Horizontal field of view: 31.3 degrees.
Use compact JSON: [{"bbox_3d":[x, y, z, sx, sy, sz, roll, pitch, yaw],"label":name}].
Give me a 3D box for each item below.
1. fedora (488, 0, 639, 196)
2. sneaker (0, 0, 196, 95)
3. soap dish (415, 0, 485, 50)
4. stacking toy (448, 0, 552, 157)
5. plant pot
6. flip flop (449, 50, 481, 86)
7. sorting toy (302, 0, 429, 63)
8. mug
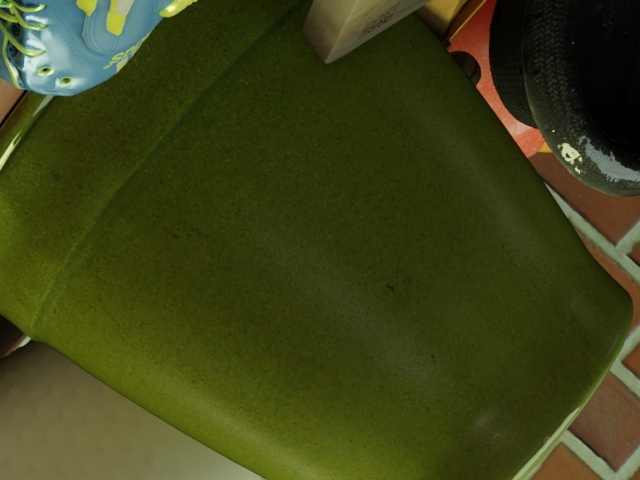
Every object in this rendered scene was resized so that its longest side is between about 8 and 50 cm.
[{"bbox_3d":[0.264,-0.208,1.062,0.334,0.334,0.152,-47,-149,-22],"label":"fedora"},{"bbox_3d":[-0.088,-0.097,0.410,0.126,0.091,0.240,-48,179,14],"label":"sneaker"},{"bbox_3d":[0.137,-0.297,1.077,0.229,0.118,0.291,-48,177,-5],"label":"soap dish"},{"bbox_3d":[0.120,-0.175,1.299,0.479,0.351,0.350,-30,173,-17],"label":"stacking toy"},{"bbox_3d":[0.005,0.012,0.778,0.366,0.353,0.366,-49,179,-2],"label":"plant pot"},{"bbox_3d":[0.050,-0.132,1.044,0.277,0.080,0.112,-30,-175,-41],"label":"flip flop"},{"bbox_3d":[0.101,-0.228,0.548,0.257,0.089,0.255,-34,175,-16],"label":"sorting toy"},{"bbox_3d":[-0.229,0.208,1.028,0.328,0.276,0.374,-27,-156,-4],"label":"mug"}]
